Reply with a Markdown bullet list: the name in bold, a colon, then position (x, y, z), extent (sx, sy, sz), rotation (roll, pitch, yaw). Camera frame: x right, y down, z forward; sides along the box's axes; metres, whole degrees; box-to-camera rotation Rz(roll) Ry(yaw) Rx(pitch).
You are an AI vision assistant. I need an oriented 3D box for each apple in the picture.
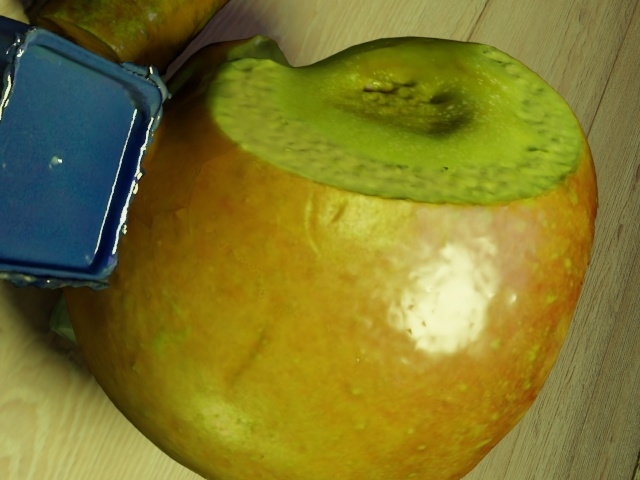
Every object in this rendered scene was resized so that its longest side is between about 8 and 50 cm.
- **apple**: position (0.000, 0.000, 0.682), extent (0.374, 0.374, 0.384), rotation (38, 78, -52)

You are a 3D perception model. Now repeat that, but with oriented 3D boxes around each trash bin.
- **trash bin**: position (-0.212, -0.062, 0.484), extent (0.184, 0.234, 0.163), rotation (14, 92, -66)

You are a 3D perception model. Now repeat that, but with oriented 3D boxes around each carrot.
- **carrot**: position (-0.110, -0.234, 0.744), extent (0.302, 0.114, 0.114), rotation (-57, 138, -31)

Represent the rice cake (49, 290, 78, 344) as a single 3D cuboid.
- **rice cake**: position (-0.143, 0.105, 0.805), extent (0.245, 0.042, 0.045), rotation (41, 56, -52)
